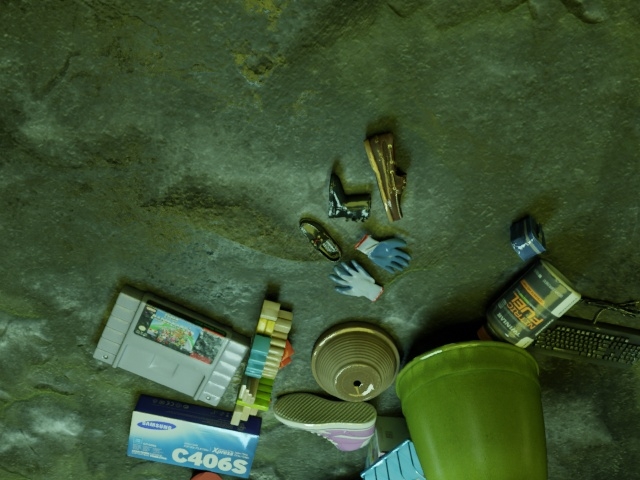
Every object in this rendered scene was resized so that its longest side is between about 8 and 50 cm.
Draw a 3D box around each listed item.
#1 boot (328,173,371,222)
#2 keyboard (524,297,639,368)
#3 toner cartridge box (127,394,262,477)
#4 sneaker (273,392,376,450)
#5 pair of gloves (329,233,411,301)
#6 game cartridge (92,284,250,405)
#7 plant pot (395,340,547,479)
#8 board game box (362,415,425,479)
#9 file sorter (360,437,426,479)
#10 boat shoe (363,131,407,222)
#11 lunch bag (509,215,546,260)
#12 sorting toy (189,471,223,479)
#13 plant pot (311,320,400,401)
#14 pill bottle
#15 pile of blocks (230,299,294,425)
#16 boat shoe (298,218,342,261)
[{"bbox_3d":[0.069,-0.097,1.324,0.099,0.045,0.121,1,121,2],"label":"boot"},{"bbox_3d":[0.703,0.233,1.480,0.316,0.033,0.202,10,114,-5],"label":"keyboard"},{"bbox_3d":[-0.351,0.549,1.600,0.347,0.075,0.165,13,113,-5],"label":"toner cartridge box"},{"bbox_3d":[0.007,0.515,1.574,0.281,0.102,0.161,8,129,6],"label":"sneaker"},{"bbox_3d":[0.124,0.063,1.392,0.159,0.023,0.198,28,111,-29],"label":"pair of gloves"},{"bbox_3d":[-0.385,0.278,1.488,0.354,0.068,0.230,25,116,-11],"label":"game cartridge"},{"bbox_3d":[0.379,0.488,1.359,0.365,0.353,0.367,-1,137,-1],"label":"plant pot"},{"bbox_3d":[0.206,0.652,1.608,0.141,0.144,0.276,6,115,-3],"label":"board game box"},{"bbox_3d":[0.207,0.614,1.455,0.118,0.104,0.170,42,107,-18],"label":"file sorter"},{"bbox_3d":[0.159,-0.140,1.288,0.073,0.073,0.207,-16,114,9],"label":"boat shoe"},{"bbox_3d":[0.488,-0.009,1.337,0.065,0.098,0.067,-31,114,33],"label":"lunch bag"},{"bbox_3d":[-0.264,0.783,1.694,0.365,0.126,0.127,43,75,-21],"label":"sorting toy"},{"bbox_3d":[0.092,0.338,1.486,0.237,0.110,0.238,0,115,1],"label":"plant pot"},{"bbox_3d":[0.498,0.174,1.399,0.130,0.130,0.246,35,110,-14],"label":"pill bottle"},{"bbox_3d":[-0.134,0.327,1.459,0.112,0.149,0.363,14,113,-6],"label":"pile of blocks"},{"bbox_3d":[0.001,-0.001,1.370,0.049,0.042,0.133,-41,107,19],"label":"boat shoe"}]
